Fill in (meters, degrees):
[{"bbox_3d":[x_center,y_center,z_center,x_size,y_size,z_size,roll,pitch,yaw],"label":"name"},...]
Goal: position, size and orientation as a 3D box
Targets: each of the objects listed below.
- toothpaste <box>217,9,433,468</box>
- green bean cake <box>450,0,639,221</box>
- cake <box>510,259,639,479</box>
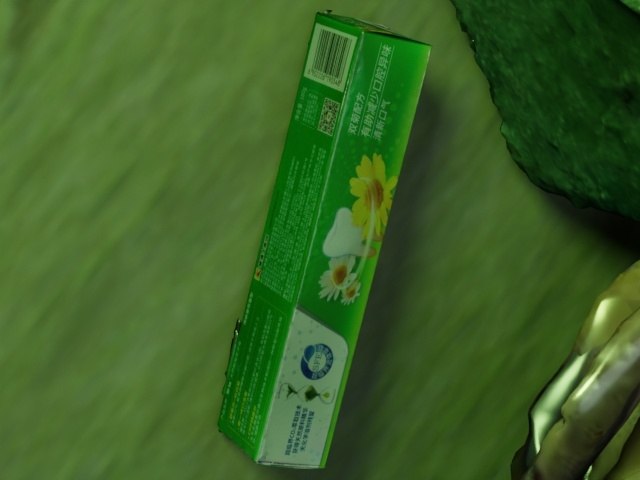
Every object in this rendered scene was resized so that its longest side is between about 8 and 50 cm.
[{"bbox_3d":[0.000,0.000,0.720,0.037,0.043,0.179,8,101,-32],"label":"toothpaste"},{"bbox_3d":[0.136,-0.100,0.669,0.107,0.208,0.193,-35,120,-18],"label":"green bean cake"},{"bbox_3d":[0.231,0.135,0.777,0.321,0.332,0.332,1,108,11],"label":"cake"}]
